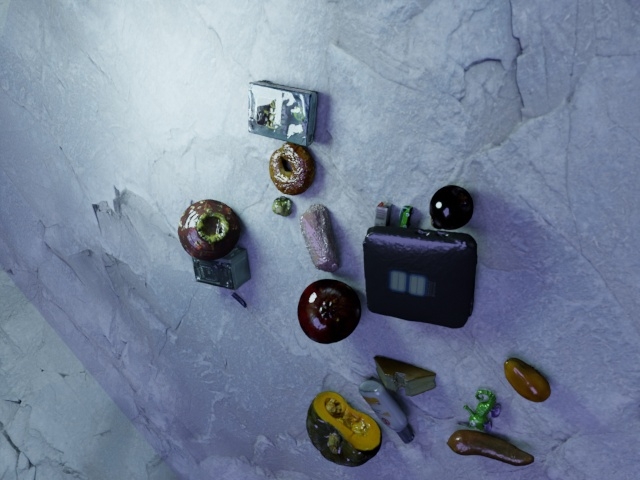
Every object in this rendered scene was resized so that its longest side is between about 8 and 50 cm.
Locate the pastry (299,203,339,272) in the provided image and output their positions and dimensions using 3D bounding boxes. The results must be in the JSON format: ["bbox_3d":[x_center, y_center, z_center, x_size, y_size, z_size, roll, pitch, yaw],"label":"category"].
[{"bbox_3d":[-0.003,0.007,1.646,0.102,0.112,0.265,-12,108,22],"label":"pastry"}]

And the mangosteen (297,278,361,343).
[{"bbox_3d":[0.030,0.262,1.707,0.235,0.235,0.261,40,169,8],"label":"mangosteen"}]

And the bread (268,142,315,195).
[{"bbox_3d":[-0.102,-0.243,1.613,0.193,0.064,0.193,13,116,28],"label":"bread"}]

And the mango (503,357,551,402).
[{"bbox_3d":[0.658,0.444,1.492,0.159,0.084,0.105,53,146,23],"label":"mango"}]

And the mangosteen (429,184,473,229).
[{"bbox_3d":[0.374,-0.090,1.370,0.137,0.137,0.151,51,151,-1],"label":"mangosteen"}]

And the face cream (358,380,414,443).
[{"bbox_3d":[0.267,0.671,1.819,0.291,0.071,0.144,54,148,-14],"label":"face cream"}]

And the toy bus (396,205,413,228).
[{"bbox_3d":[0.272,-0.072,1.497,0.037,0.031,0.083,26,124,29],"label":"toy bus"}]

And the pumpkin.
[{"bbox_3d":[0.070,0.809,1.911,0.324,0.242,0.232,32,117,18],"label":"pumpkin"}]

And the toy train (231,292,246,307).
[{"bbox_3d":[-0.351,0.260,2.027,0.083,0.017,0.017,41,119,7],"label":"toy train"}]

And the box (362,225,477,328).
[{"bbox_3d":[0.310,0.116,1.480,0.350,0.091,0.359,6,129,19],"label":"box"}]

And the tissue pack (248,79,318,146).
[{"bbox_3d":[-0.127,-0.420,1.534,0.235,0.073,0.174,19,120,21],"label":"tissue pack"}]

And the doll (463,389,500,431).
[{"bbox_3d":[0.565,0.596,1.636,0.115,0.050,0.190,20,120,13],"label":"doll"}]

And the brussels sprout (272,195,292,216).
[{"bbox_3d":[-0.142,-0.125,1.699,0.085,0.058,0.085,3,103,15],"label":"brussels sprout"}]

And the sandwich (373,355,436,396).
[{"bbox_3d":[0.299,0.509,1.724,0.244,0.088,0.090,9,120,26],"label":"sandwich"}]

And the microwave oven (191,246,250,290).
[{"bbox_3d":[-0.411,0.107,1.923,0.208,0.122,0.162,8,116,27],"label":"microwave oven"}]

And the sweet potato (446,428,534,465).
[{"bbox_3d":[0.599,0.733,1.656,0.291,0.097,0.098,2,114,23],"label":"sweet potato"}]

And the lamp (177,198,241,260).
[{"bbox_3d":[-0.426,-0.042,1.792,0.246,0.247,0.247,13,119,25],"label":"lamp"}]

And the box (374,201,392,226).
[{"bbox_3d":[0.200,-0.018,1.547,0.039,0.055,0.218,14,120,20],"label":"box"}]
